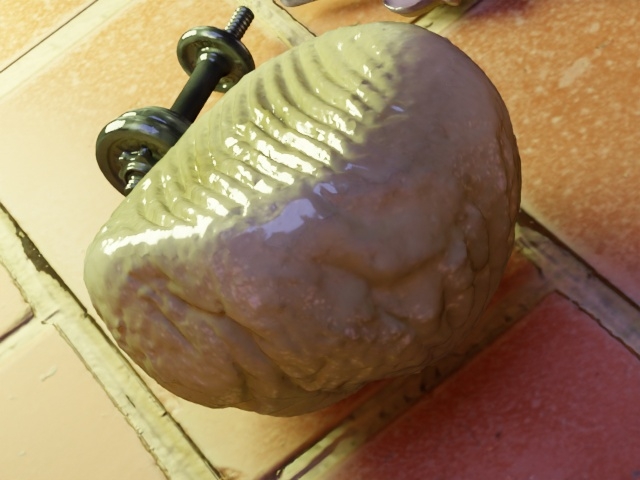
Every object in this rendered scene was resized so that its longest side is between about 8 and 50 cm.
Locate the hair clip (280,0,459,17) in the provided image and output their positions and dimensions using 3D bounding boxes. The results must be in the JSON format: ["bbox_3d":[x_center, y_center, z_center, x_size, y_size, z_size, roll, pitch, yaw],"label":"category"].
[{"bbox_3d":[0.072,-0.268,1.864,0.278,0.090,0.137,6,42,24],"label":"hair clip"}]

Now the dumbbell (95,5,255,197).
[{"bbox_3d":[-0.119,-0.129,1.830,0.110,0.110,0.254,1,46,30],"label":"dumbbell"}]

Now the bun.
[{"bbox_3d":[0.000,0.000,1.540,0.352,0.227,0.349,-36,20,3],"label":"bun"}]
